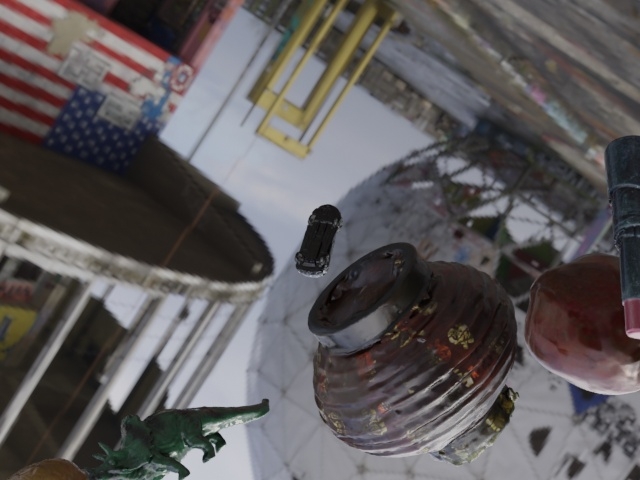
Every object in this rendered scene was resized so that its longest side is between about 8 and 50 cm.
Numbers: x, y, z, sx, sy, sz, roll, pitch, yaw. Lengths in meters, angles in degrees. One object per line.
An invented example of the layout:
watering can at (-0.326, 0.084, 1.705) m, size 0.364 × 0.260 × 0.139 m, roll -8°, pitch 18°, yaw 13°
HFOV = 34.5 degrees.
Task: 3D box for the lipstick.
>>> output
lipstick at (0.306, -0.002, 0.988) m, size 0.053 × 0.053 × 0.234 m, roll 30°, pitch -135°, yaw -23°

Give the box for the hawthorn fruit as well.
hawthorn fruit at (0.416, 0.136, 1.479) m, size 0.208 × 0.208 × 0.248 m, roll 27°, pitch -170°, yaw -38°

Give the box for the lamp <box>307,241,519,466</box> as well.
lamp at (0.103, 0.128, 1.108) m, size 0.247 × 0.247 × 0.247 m, roll 32°, pitch -172°, yaw -5°

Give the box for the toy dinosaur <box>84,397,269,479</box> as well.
toy dinosaur at (-0.179, 0.283, 1.413) m, size 0.292 × 0.079 × 0.120 m, roll -7°, pitch -122°, yaw -28°

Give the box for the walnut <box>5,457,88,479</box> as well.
walnut at (-0.367, 0.372, 1.401) m, size 0.144 × 0.180 × 0.144 m, roll 35°, pitch -143°, yaw -32°

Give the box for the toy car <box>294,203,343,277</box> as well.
toy car at (0.000, 0.000, 1.225) m, size 0.041 × 0.093 × 0.025 m, roll 10°, pitch 155°, yaw 22°
